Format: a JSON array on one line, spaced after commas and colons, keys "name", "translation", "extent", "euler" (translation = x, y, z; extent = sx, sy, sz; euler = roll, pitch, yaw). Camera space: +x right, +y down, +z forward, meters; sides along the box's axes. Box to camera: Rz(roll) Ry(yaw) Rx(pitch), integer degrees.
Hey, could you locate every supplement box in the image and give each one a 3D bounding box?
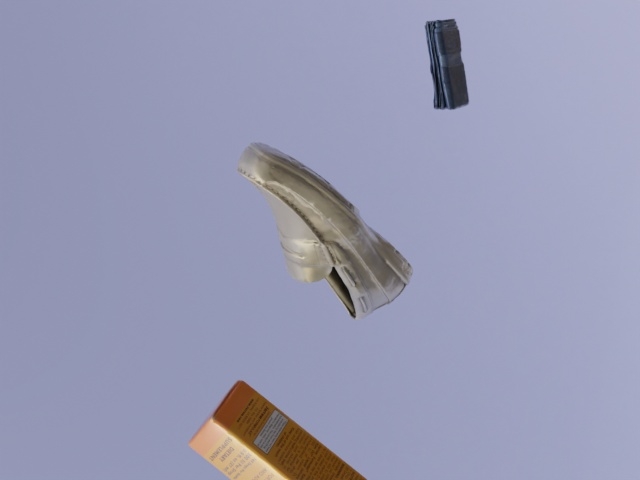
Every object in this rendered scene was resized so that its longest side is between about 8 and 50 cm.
[{"name": "supplement box", "translation": [-0.039, 0.277, 1.077], "extent": [0.233, 0.078, 0.080], "euler": [37, -141, -2]}]

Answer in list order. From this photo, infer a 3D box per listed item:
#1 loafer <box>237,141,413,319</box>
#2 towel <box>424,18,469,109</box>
[{"name": "loafer", "translation": [0.000, 0.000, 1.072], "extent": [0.111, 0.112, 0.319], "euler": [-49, -48, -2]}, {"name": "towel", "translation": [0.167, -0.233, 1.188], "extent": [0.067, 0.029, 0.119], "euler": [-21, -77, -52]}]
